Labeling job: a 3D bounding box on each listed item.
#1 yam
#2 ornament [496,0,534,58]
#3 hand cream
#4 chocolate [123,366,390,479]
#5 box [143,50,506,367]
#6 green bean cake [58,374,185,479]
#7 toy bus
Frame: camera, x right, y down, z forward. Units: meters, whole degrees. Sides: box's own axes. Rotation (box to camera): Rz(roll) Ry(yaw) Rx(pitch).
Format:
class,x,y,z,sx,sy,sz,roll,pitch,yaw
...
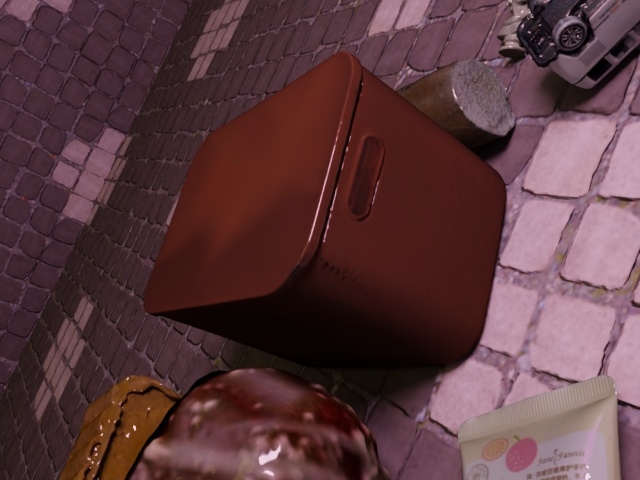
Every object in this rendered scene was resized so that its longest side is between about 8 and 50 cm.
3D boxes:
class,x,y,z,sx,sy,sz,roll,pitch,yaw
yam,0.100,-0.128,0.847,0.259,0.106,0.106,-21,49,50
ornament,0.227,-0.253,0.812,0.068,0.041,0.092,-41,44,45
hand cream,0.147,0.244,0.467,0.147,0.093,0.306,-33,38,40
chocolate,-0.044,0.282,0.633,0.210,0.225,0.340,-11,57,41
box,0.000,0.000,0.773,0.339,0.229,0.240,-16,53,54
green bean cake,-0.190,0.300,0.819,0.131,0.224,0.230,-36,28,39
toy bus,0.279,-0.231,0.651,0.194,0.089,0.087,-47,31,27
